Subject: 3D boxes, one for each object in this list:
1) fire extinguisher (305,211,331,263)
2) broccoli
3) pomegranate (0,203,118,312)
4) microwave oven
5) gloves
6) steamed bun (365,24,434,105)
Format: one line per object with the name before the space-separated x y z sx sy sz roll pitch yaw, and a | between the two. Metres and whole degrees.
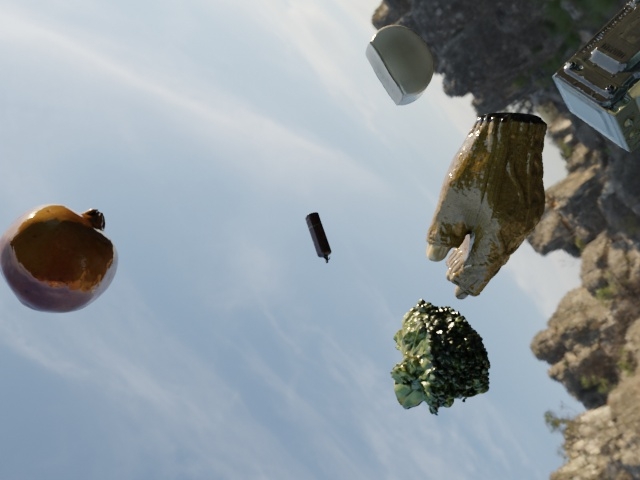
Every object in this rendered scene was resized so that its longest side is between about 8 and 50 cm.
fire extinguisher | 0.000 0.000 1.729 0.078 0.045 0.157 51 -161 -73
broccoli | 0.242 0.265 1.343 0.288 0.245 0.248 15 -139 -54
pomegranate | -0.481 0.031 1.094 0.209 0.209 0.209 41 -155 -23
microwave oven | 0.862 -0.476 1.628 0.218 0.355 0.286 33 -162 -46
gloves | 0.301 -0.054 1.073 0.203 0.357 0.155 -2 -153 -40
steamed bun | 0.270 -0.578 1.953 0.242 0.164 0.146 59 177 2
